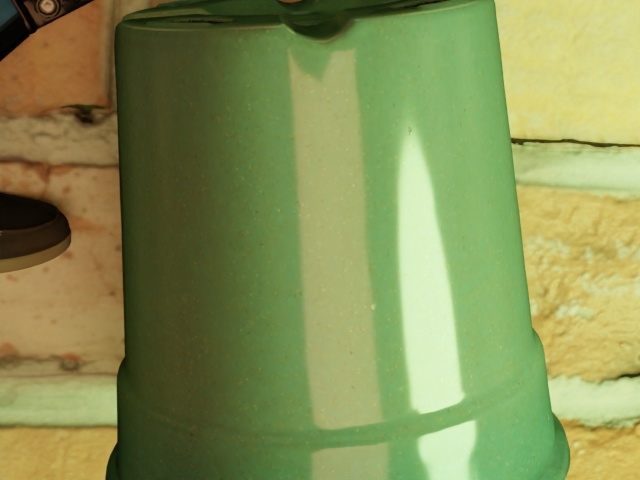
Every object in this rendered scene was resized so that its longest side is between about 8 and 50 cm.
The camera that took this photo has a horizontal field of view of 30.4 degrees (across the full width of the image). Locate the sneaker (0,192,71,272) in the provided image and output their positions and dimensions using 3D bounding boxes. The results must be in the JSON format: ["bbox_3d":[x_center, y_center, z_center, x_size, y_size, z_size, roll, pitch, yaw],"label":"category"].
[{"bbox_3d":[-0.292,-0.047,0.864,0.222,0.083,0.118,6,112,-12],"label":"sneaker"}]

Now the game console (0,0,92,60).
[{"bbox_3d":[-0.219,-0.198,0.817,0.107,0.071,0.122,-26,116,2],"label":"game console"}]

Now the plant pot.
[{"bbox_3d":[0.000,0.000,0.824,0.341,0.341,0.334,-7,107,-8],"label":"plant pot"}]
